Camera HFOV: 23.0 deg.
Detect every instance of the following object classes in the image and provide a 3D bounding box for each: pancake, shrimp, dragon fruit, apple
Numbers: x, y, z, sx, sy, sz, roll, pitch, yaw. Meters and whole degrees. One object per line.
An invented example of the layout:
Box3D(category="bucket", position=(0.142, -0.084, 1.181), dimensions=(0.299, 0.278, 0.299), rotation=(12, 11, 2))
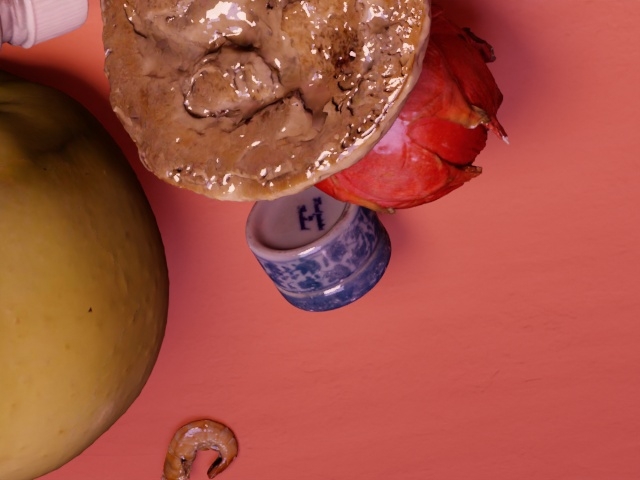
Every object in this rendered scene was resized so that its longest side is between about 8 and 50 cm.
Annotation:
Box3D(category="pancake", position=(-0.056, -0.222, 1.491), dimensions=(0.387, 0.387, 0.082), rotation=(-33, 165, 30))
Box3D(category="shrimp", position=(-0.171, 0.305, 2.191), dimensions=(0.095, 0.045, 0.162), rotation=(1, 132, -27))
Box3D(category="dragon fruit", position=(0.058, -0.144, 1.613), dimensions=(0.241, 0.241, 0.252), rotation=(-35, 109, 31))
Box3D(category="apple", position=(-0.389, 0.036, 1.673), dimensions=(0.473, 0.474, 0.474), rotation=(2, 134, 2))

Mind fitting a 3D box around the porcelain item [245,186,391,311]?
Box3D(category="porcelain item", position=(0.000, 0.000, 1.805), dimensions=(0.147, 0.147, 0.114), rotation=(-17, 132, 19))

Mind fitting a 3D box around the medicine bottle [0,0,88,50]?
Box3D(category="medicine bottle", position=(-0.377, -0.233, 1.517), dimensions=(0.273, 0.165, 0.165), rotation=(-23, 138, -22))
